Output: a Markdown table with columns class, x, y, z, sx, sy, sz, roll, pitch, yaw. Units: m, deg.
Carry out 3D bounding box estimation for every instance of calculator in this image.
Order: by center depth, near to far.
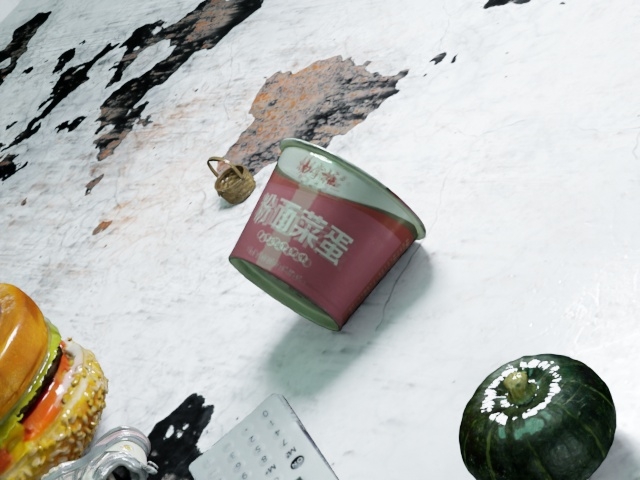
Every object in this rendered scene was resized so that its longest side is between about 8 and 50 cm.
| class | x | y | z | sx | sy | sz | roll | pitch | yaw |
| --- | --- | --- | --- | --- | --- | --- | --- | --- | --- |
| calculator | -0.067 | 0.297 | 1.624 | 0.161 | 0.021 | 0.262 | -40 | 29 | -3 |

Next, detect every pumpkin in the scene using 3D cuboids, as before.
| class | x | y | z | sx | sy | sz | roll | pitch | yaw |
| --- | --- | --- | --- | --- | --- | --- | --- | --- | --- |
| pumpkin | 0.219 | 0.188 | 1.358 | 0.167 | 0.125 | 0.167 | -47 | 18 | 21 |

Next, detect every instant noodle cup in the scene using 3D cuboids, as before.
| class | x | y | z | sx | sy | sz | roll | pitch | yaw |
| --- | --- | --- | --- | --- | --- | --- | --- | --- | --- |
| instant noodle cup | 0.000 | 0.000 | 1.774 | 0.235 | 0.235 | 0.178 | 16 | 69 | 55 |

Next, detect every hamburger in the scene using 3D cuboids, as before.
| class | x | y | z | sx | sy | sz | roll | pitch | yaw |
| --- | --- | --- | --- | --- | --- | --- | --- | --- | --- |
| hamburger | -0.478 | 0.241 | 1.921 | 0.330 | 0.250 | 0.330 | -26 | 33 | 18 |

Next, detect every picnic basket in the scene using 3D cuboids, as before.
| class | x | y | z | sx | sy | sz | roll | pitch | yaw |
| --- | --- | --- | --- | --- | --- | --- | --- | --- | --- |
| picnic basket | -0.154 | -0.107 | 2.211 | 0.072 | 0.083 | 0.072 | -27 | 32 | 18 |

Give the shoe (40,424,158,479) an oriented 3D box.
| class | x | y | z | sx | sy | sz | roll | pitch | yaw |
| --- | --- | --- | --- | --- | --- | --- | --- | --- | --- |
| shoe | -0.294 | 0.331 | 1.767 | 0.180 | 0.089 | 0.092 | -35 | 31 | -10 |
